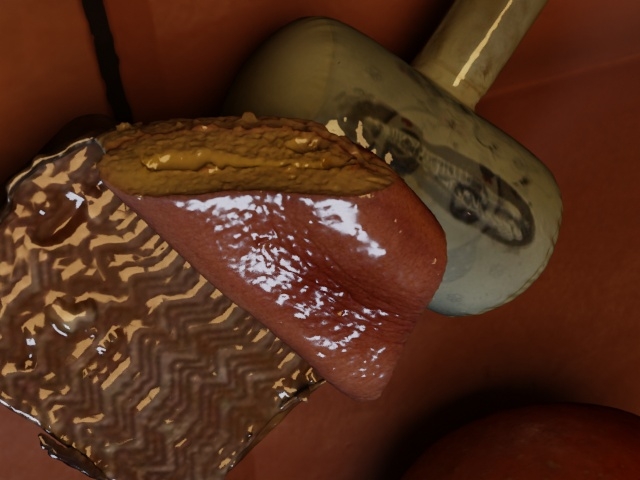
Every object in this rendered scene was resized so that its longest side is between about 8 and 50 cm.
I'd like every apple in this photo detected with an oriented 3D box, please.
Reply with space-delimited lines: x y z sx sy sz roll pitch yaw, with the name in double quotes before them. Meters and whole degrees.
"apple" 0.138 0.232 0.663 0.252 0.206 0.271 -1 107 -39

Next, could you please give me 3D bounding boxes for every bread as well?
"bread" 0.000 0.000 0.499 0.119 0.067 0.192 -23 127 28

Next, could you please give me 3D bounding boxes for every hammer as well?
"hammer" 0.089 -0.120 0.589 0.202 0.113 0.305 31 90 -29

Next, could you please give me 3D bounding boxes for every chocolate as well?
"chocolate" -0.104 0.037 0.570 0.148 0.093 0.214 -45 117 -3
